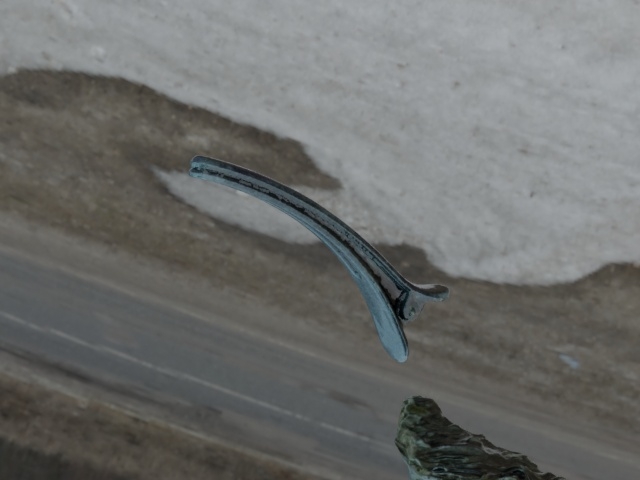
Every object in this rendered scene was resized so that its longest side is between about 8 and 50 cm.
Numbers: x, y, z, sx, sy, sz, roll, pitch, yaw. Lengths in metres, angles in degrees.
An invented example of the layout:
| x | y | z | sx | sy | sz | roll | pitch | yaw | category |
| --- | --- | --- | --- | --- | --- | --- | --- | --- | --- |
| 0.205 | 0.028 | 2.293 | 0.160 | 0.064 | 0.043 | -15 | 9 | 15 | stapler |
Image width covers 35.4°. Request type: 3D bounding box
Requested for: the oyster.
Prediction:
| x | y | z | sx | sy | sz | roll | pitch | yaw | category |
| --- | --- | --- | --- | --- | --- | --- | --- | --- | --- |
| 0.161 | 0.217 | 0.785 | 0.199 | 0.087 | 0.252 | 40 | 167 | -10 | oyster |

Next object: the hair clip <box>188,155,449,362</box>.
| x | y | z | sx | sy | sz | roll | pitch | yaw | category |
| --- | --- | --- | --- | --- | --- | --- | --- | --- | --- |
| 0.000 | 0.000 | 0.861 | 0.275 | 0.083 | 0.048 | 39 | 174 | -26 | hair clip |
